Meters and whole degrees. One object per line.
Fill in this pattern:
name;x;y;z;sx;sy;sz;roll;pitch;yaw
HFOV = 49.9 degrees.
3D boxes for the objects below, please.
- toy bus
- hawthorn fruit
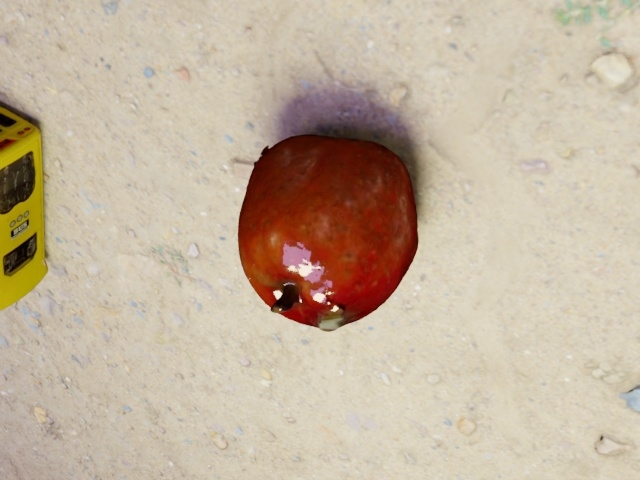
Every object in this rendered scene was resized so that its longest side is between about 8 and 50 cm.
toy bus;-0.460;-0.018;0.926;0.151;0.145;0.331;24;130;9
hawthorn fruit;0.000;0.000;0.657;0.185;0.202;0.185;14;135;14
